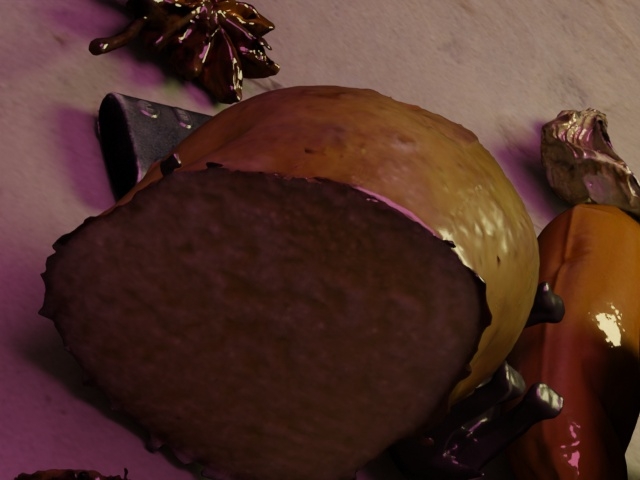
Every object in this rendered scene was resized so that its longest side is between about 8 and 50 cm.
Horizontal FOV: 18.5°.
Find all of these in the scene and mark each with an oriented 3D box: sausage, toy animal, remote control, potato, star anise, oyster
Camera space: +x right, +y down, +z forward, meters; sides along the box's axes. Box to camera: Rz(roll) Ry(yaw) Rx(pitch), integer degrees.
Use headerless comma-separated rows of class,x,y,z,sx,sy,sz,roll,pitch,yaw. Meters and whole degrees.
sausage,0.203,0.104,1.559,0.354,0.116,0.134,-68,146,-53
toy animal,0.098,0.078,1.466,0.114,0.146,0.245,40,35,-18
remote control,-0.003,-0.040,1.588,0.377,0.044,0.107,12,40,-35
potato,0.000,0.000,1.326,0.289,0.301,0.237,41,38,-14
star anise,-0.125,-0.196,1.605,0.234,0.073,0.177,20,45,-53
oyster,0.260,-0.057,1.843,0.163,0.081,0.191,52,13,-27

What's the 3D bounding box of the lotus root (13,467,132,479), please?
lotus root,-0.113,0.254,1.076,0.169,0.141,0.314,17,49,-34
